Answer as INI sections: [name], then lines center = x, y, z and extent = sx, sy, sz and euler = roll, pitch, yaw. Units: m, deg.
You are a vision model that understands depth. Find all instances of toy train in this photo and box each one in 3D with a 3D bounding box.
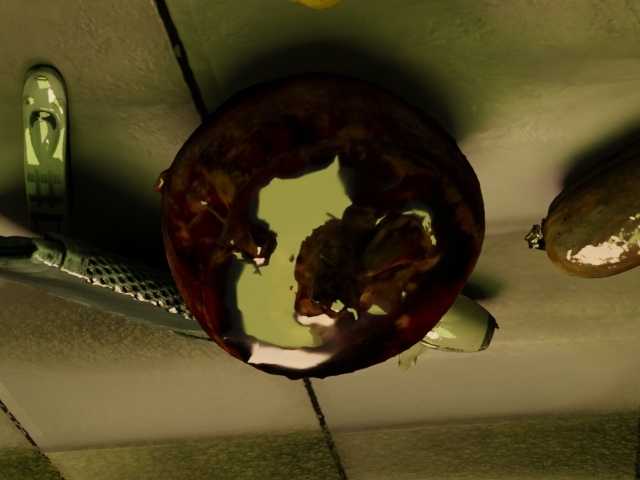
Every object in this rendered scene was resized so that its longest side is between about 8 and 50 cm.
[toy train]
center = -0.310, -0.097, 1.253
extent = 0.052, 0.051, 0.234
euler = 4, 142, -8

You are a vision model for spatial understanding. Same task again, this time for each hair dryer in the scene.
[hair dryer]
center = 0.094, 0.104, 1.488
extent = 0.219, 0.088, 0.225
euler = 29, 150, -20

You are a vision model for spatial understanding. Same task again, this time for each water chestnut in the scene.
[water chestnut]
center = 0.000, 0.000, 1.143
extent = 0.350, 0.302, 0.350
euler = -5, 121, -8

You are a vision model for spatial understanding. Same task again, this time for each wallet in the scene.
[wallet]
center = -0.244, 0.052, 1.345
extent = 0.342, 0.075, 0.237
euler = 25, 167, -38

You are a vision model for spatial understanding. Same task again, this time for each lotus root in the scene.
[lotus root]
center = 0.352, -0.037, 1.230
extent = 0.241, 0.124, 0.123
euler = -30, 110, 35

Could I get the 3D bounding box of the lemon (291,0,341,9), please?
[lemon]
center = -0.001, -0.248, 1.035
extent = 0.083, 0.062, 0.062
euler = -27, 133, 30
